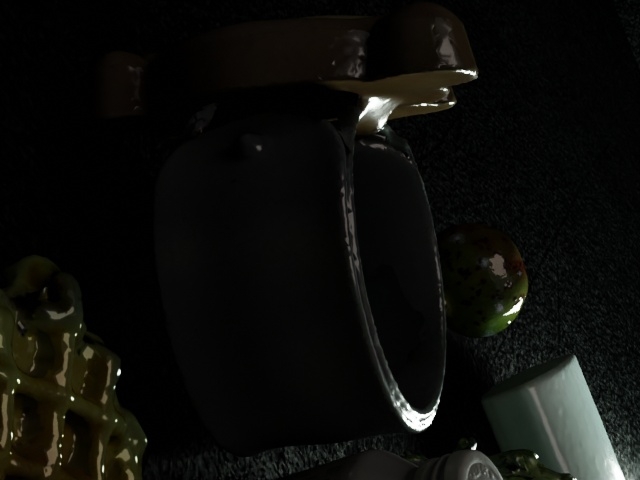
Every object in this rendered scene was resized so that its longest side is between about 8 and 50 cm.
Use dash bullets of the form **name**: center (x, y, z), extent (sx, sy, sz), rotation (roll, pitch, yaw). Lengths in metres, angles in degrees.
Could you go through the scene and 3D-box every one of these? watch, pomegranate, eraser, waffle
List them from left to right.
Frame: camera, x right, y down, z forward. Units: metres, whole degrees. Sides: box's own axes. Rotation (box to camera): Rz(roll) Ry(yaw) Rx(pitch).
- **waffle**: center (-0.188, 0.173, 0.871), extent (0.297, 0.073, 0.317), rotation (-52, 132, -54)
- **watch**: center (0.000, 0.000, 1.226), extent (0.335, 0.314, 0.326), rotation (0, 83, -74)
- **pomegranate**: center (0.161, 0.044, 1.638), extent (0.130, 0.130, 0.130), rotation (44, 35, -41)
- **eraser**: center (0.285, 0.284, 1.711), extent (0.189, 0.104, 0.290), rotation (-18, 86, -60)

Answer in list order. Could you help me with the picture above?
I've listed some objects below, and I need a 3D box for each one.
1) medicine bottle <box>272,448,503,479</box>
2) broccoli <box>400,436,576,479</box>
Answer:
- **medicine bottle**: center (0.031, 0.226, 1.125), extent (0.135, 0.215, 0.135), rotation (44, 34, -42)
- **broccoli**: center (0.121, 0.267, 1.308), extent (0.226, 0.176, 0.198), rotation (31, 35, -44)
